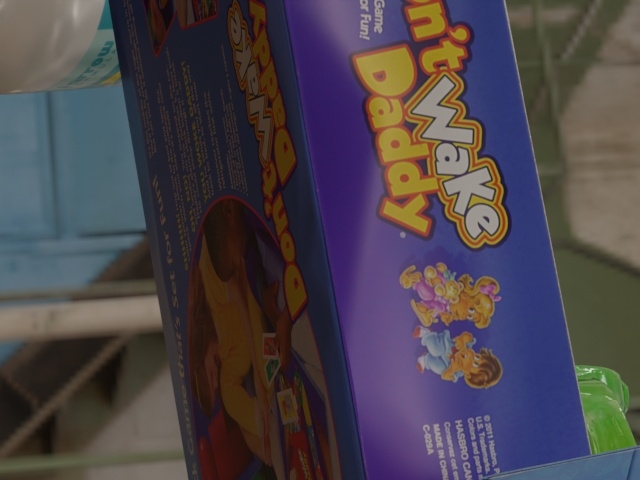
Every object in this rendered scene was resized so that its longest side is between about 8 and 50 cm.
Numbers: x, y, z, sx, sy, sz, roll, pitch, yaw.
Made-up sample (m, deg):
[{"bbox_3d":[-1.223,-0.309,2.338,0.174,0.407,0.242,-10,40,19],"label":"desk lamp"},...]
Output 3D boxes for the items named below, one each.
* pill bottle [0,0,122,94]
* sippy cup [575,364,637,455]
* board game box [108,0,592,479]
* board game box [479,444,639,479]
[{"bbox_3d":[-0.139,-0.159,1.063,0.146,0.264,0.146,7,-78,37],"label":"pill bottle"},{"bbox_3d":[0.142,0.232,1.477,0.305,0.240,0.224,58,24,-75],"label":"sippy cup"},{"bbox_3d":[0.000,0.000,0.687,0.233,0.078,0.347,150,-68,-70],"label":"board game box"},{"bbox_3d":[0.091,0.122,0.392,0.039,0.160,0.211,56,34,-29],"label":"board game box"}]
